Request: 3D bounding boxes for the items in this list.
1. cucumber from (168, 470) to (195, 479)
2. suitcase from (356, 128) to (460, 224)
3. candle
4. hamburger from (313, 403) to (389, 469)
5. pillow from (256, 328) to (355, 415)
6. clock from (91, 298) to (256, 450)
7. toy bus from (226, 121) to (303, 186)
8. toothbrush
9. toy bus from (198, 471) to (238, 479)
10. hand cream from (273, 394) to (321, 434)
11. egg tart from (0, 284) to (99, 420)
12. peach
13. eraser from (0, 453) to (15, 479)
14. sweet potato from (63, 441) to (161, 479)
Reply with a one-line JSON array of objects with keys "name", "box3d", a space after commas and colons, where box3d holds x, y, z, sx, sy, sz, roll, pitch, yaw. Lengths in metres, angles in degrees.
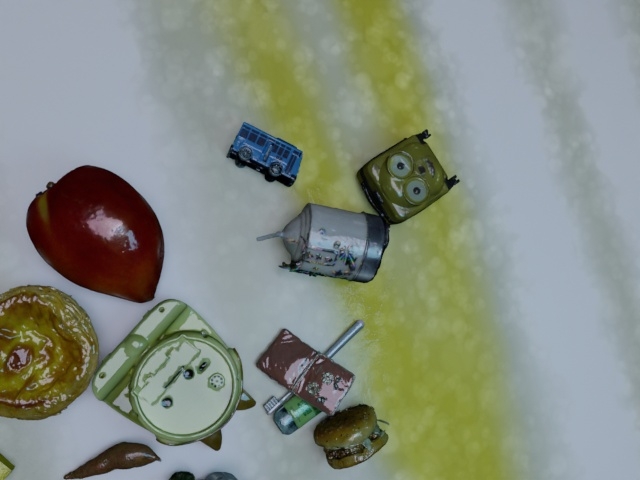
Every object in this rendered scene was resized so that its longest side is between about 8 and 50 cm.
[{"name": "cucumber", "box3d": [-0.326, 0.555, 1.357, 0.067, 0.107, 0.035, -17, 80, -15]}, {"name": "suitcase", "box3d": [0.233, -0.168, 1.583, 0.235, 0.143, 0.194, -33, 93, -16]}, {"name": "candle", "box3d": [0.000, 0.000, 1.476, 0.330, 0.187, 0.187, 10, 81, -13]}, {"name": "hamburger", "box3d": [0.080, 0.474, 1.454, 0.185, 0.177, 0.113, -27, 84, 10]}, {"name": "pillow", "box3d": [-0.037, 0.330, 1.475, 0.232, 0.043, 0.126, 32, 72, 8]}, {"name": "clock", "box3d": [-0.321, 0.333, 1.379, 0.348, 0.117, 0.286, 42, 75, -7]}, {"name": "toy bus", "box3d": [-0.138, -0.219, 1.513, 0.184, 0.090, 0.106, 26, 75, -11]}, {"name": "toothbrush", "box3d": [-0.012, 0.323, 1.517, 0.342, 0.025, 0.030, -39, 89, -16]}, {"name": "toy bus", "box3d": [-0.216, 0.693, 1.333, 0.232, 0.194, 0.288, 31, 76, -18]}, {"name": "hand cream", "box3d": [-0.037, 0.416, 1.486, 0.175, 0.046, 0.095, -33, 89, -19]}, {"name": "egg tart", "box3d": [-0.634, 0.245, 1.301, 0.295, 0.116, 0.295, 1, 84, -14]}, {"name": "peach", "box3d": [-0.494, -0.007, 1.328, 0.257, 0.201, 0.362, -38, 94, -17]}, {"name": "eraser", "box3d": [-0.747, 0.512, 1.275, 0.097, 0.045, 0.122, 44, 73, -7]}, {"name": "sweet potato", "box3d": [-0.477, 0.500, 1.347, 0.226, 0.068, 0.068, -11, 86, -3]}]
